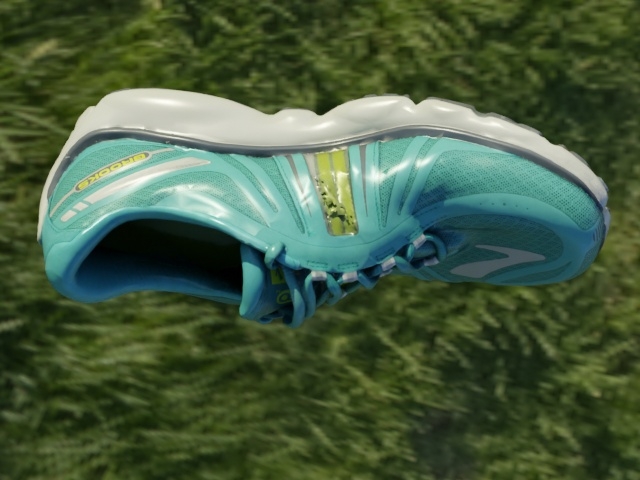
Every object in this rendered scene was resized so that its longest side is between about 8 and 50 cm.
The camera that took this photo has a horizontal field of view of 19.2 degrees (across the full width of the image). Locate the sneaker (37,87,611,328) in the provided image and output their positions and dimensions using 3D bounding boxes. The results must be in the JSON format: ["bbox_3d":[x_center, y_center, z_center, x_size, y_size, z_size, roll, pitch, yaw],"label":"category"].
[{"bbox_3d":[0.000,0.000,0.910,0.275,0.110,0.107,1,134,8],"label":"sneaker"}]
